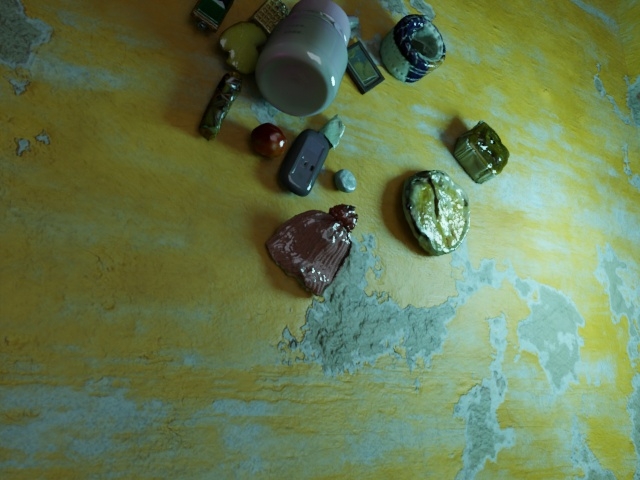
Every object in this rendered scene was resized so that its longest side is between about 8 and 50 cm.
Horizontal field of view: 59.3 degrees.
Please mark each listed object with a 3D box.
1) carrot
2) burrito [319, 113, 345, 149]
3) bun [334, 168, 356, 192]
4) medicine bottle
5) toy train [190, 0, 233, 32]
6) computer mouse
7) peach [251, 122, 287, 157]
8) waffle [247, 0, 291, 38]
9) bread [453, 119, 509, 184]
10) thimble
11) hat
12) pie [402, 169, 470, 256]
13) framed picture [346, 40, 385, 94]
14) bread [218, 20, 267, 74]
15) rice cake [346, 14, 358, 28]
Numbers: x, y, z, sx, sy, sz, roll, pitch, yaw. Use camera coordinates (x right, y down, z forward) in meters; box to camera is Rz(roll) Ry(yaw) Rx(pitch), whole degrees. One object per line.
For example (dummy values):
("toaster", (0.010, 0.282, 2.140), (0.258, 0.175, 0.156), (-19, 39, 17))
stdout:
("carrot", (-0.288, -0.392, 1.626), (0.069, 0.069, 0.228), (32, 62, -23))
("burrito", (0.043, -0.359, 1.851), (0.074, 0.044, 0.118), (45, 59, -18))
("bun", (0.078, -0.191, 1.825), (0.083, 0.045, 0.083), (9, 73, -34))
("medicine bottle", (-0.042, -0.569, 1.727), (0.256, 0.256, 0.324), (34, 50, -22))
("toy train", (-0.304, -0.714, 1.665), (0.091, 0.136, 0.227), (32, 63, -23))
("computer mouse", (-0.050, -0.241, 1.746), (0.120, 0.057, 0.232), (33, 63, -22))
("peach", (-0.156, -0.297, 1.670), (0.101, 0.101, 0.100), (10, 71, -31))
("waffle", (-0.158, -0.721, 1.822), (0.102, 0.042, 0.148), (42, 57, -17))
("bread", (0.640, -0.349, 2.211), (0.210, 0.110, 0.192), (49, 54, -12))
("thimble", (0.345, -0.720, 2.097), (0.237, 0.150, 0.237), (11, 69, -30))
("hat", (0.000, 0.000, 1.676), (0.237, 0.107, 0.286), (44, 80, -16))
("pie", (0.412, -0.106, 2.010), (0.339, 0.077, 0.339), (13, 67, -34))
("framed picture", (0.145, -0.618, 2.008), (0.128, 0.023, 0.168), (-41, 100, -35))
("bread", (-0.235, -0.586, 1.724), (0.188, 0.065, 0.149), (-44, 113, -38))
("rice cake", (0.028, -0.761, 1.955), (0.270, 0.049, 0.055), (-14, 71, -35))
